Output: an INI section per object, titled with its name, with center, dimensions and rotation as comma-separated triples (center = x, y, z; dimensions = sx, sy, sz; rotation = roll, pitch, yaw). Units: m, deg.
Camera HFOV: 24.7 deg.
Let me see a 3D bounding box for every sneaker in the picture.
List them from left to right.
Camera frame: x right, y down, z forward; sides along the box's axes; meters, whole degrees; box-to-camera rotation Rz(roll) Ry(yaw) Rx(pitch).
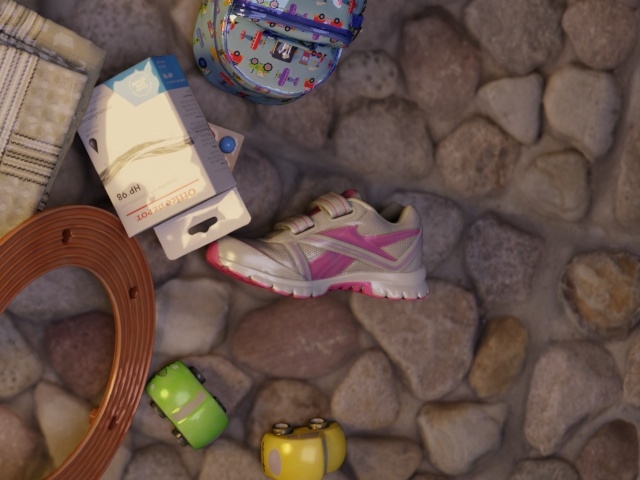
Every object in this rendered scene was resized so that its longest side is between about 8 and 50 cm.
[sneaker]
center = 0.000, 0.000, 1.516
dimensions = 0.252, 0.103, 0.111
rotation = 2, 96, -30

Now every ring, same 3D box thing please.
[ring]
center = -0.265, 0.127, 1.365
dimensions = 0.336, 0.032, 0.336
rotation = -37, 135, -49

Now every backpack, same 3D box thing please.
[backpack]
center = -0.040, -0.219, 1.441
dimensions = 0.158, 0.117, 0.173
rotation = 18, 96, -24

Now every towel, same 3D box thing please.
[towel]
center = -0.372, -0.092, 1.276
dimensions = 0.312, 0.056, 0.324
rotation = 23, 82, -26

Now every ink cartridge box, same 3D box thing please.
[ink cartridge box]
center = -0.153, -0.075, 1.398
dimensions = 0.104, 0.060, 0.180
rotation = -26, 91, 19

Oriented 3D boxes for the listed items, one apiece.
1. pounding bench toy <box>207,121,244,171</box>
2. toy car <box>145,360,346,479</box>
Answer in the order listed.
[pounding bench toy]
center = -0.129, -0.096, 1.453
dimensions = 0.083, 0.065, 0.052
rotation = 18, 93, -25
[toy car]
center = -0.101, 0.224, 1.535
dimensions = 0.239, 0.053, 0.225
rotation = -40, 113, -11
